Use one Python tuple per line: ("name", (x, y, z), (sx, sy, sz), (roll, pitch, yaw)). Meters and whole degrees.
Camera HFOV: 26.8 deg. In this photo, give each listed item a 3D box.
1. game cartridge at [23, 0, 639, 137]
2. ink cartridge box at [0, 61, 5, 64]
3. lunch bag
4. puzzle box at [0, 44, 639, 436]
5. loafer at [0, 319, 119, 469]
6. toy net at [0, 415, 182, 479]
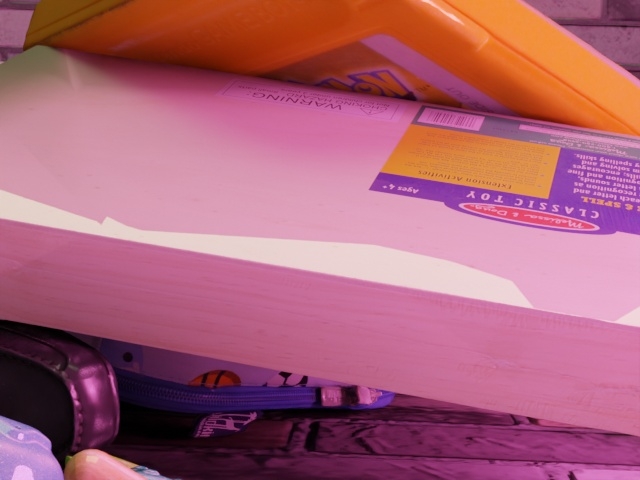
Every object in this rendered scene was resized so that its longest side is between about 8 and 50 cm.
("game cartridge", (0.021, -0.093, 0.833), (0.324, 0.052, 0.285), (23, -21, -35))
("ink cartridge box", (-0.327, -0.039, 1.063), (0.289, 0.211, 0.121), (4, 22, -28))
("lunch bag", (-0.095, 0.034, 0.844), (0.303, 0.115, 0.243), (15, 5, 38))
("puzzle box", (-0.009, -0.017, 0.669), (0.409, 0.052, 0.272), (10, 22, 10))
("loafer", (-0.191, 0.077, 0.611), (0.223, 0.076, 0.078), (-2, 6, 30))
("toy net", (-0.045, 0.106, 0.457), (0.232, 0.045, 0.122), (8, -16, 42))
